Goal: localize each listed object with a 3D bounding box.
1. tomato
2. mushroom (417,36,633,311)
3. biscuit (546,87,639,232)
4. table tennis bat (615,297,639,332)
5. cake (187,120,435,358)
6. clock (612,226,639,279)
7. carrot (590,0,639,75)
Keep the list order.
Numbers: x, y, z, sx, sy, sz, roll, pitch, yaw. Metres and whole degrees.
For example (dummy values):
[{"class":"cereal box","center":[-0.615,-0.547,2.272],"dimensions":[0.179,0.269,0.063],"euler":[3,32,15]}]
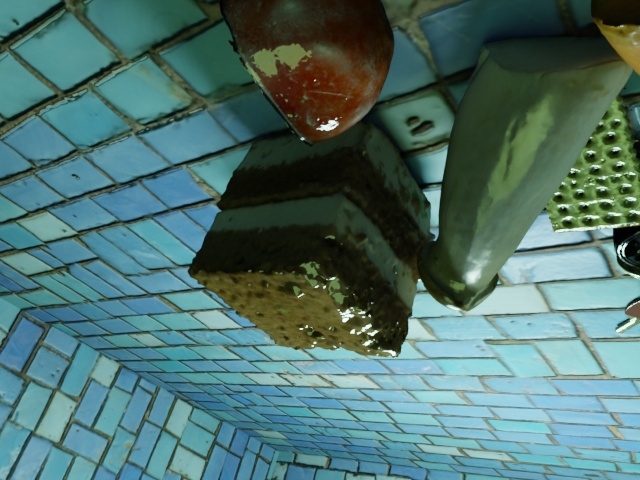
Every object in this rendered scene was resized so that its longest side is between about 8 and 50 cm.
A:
[{"class":"tomato","center":[0.003,-0.233,0.694],"dimensions":[0.155,0.180,0.214],"euler":[-20,144,21]},{"class":"mushroom","center":[0.224,-0.083,0.757],"dimensions":[0.154,0.137,0.407],"euler":[17,128,-1]},{"class":"biscuit","center":[0.336,-0.109,0.763],"dimensions":[0.139,0.016,0.231],"euler":[-6,121,40]},{"class":"table tennis bat","center":[0.608,0.140,1.110],"dimensions":[0.087,0.013,0.156],"euler":[16,148,-2]},{"class":"cake","center":[0.000,0.000,0.923],"dimensions":[0.282,0.290,0.255],"euler":[-5,142,34]},{"class":"clock","center":[0.624,0.053,0.864],"dimensions":[0.379,0.120,0.276],"euler":[4,144,20]},{"class":"carrot","center":[0.370,-0.180,0.566],"dimensions":[0.159,0.159,0.225],"euler":[-11,138,39]}]
